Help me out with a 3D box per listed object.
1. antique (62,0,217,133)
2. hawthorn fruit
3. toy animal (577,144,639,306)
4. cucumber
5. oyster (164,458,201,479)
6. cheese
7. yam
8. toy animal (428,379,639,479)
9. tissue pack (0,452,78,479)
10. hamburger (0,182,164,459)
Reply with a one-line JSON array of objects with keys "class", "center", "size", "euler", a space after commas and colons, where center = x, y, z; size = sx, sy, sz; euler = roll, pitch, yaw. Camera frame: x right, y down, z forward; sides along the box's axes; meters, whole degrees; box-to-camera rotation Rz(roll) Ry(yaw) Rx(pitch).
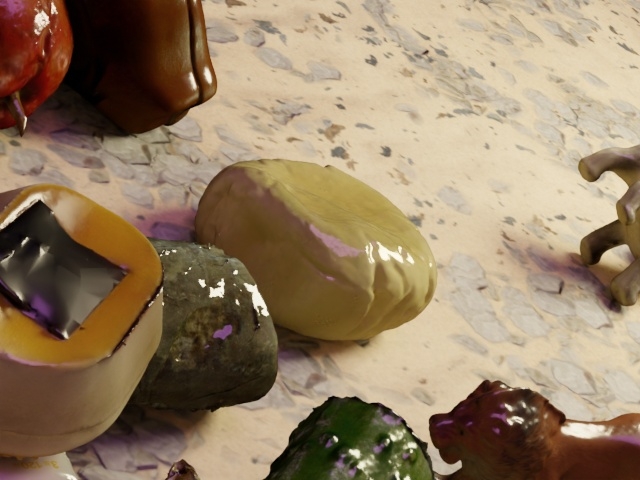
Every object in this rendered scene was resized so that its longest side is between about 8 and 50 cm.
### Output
[{"class": "antique", "center": [-0.215, -0.241, 1.502], "size": [0.129, 0.223, 0.278], "euler": [-25, 96, -34]}, {"class": "hawthorn fruit", "center": [-0.313, -0.182, 1.391], "size": [0.179, 0.179, 0.200], "euler": [-5, 55, -42]}, {"class": "toy animal", "center": [0.383, -0.018, 1.703], "size": [0.168, 0.233, 0.121], "euler": [-28, 39, -7]}, {"class": "cucumber", "center": [-0.015, 0.228, 1.089], "size": [0.134, 0.134, 0.244], "euler": [34, 39, 8]}, {"class": "oyster", "center": [-0.105, 0.207, 1.127], "size": [0.051, 0.034, 0.093], "euler": [17, 41, 12]}, {"class": "cheese", "center": [0.000, 0.000, 1.428], "size": [0.214, 0.117, 0.226], "euler": [-2, 38, -48]}, {"class": "yam", "center": [-0.164, 0.065, 1.180], "size": [0.254, 0.154, 0.154], "euler": [0, 42, -36]}, {"class": "toy animal", "center": [0.212, 0.191, 1.276], "size": [0.312, 0.157, 0.097], "euler": [8, 38, -28]}, {"class": "tissue pack", "center": [-0.243, 0.227, 0.902], "size": [0.225, 0.124, 0.185], "euler": [0, 44, -36]}, {"class": "hamburger", "center": [-0.194, 0.050, 0.990], "size": [0.173, 0.116, 0.210], "euler": [33, 32, -6]}]
